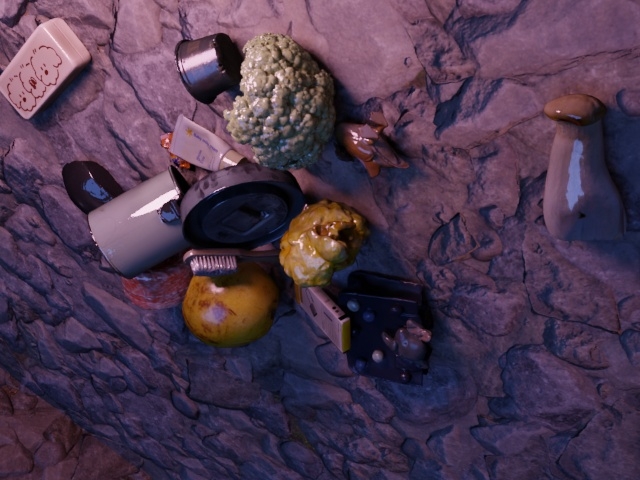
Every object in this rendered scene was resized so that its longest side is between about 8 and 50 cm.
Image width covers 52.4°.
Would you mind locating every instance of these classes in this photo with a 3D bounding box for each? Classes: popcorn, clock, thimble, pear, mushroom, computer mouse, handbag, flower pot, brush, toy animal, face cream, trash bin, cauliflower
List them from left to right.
[{"bbox_3d":[-0.690,-0.124,2.024,0.168,0.087,0.295,-30,107,39],"label":"computer mouse"},{"bbox_3d":[-0.462,-0.049,1.776,0.262,0.277,0.217,-30,96,-1],"label":"trash bin"},{"bbox_3d":[-0.480,0.083,1.959,0.239,0.239,0.162,17,135,20],"label":"thimble"},{"bbox_3d":[-0.303,-0.236,1.722,0.224,0.070,0.114,29,117,14],"label":"face cream"},{"bbox_3d":[-0.250,-0.409,1.509,0.107,0.157,0.157,-17,114,25],"label":"flower pot"},{"bbox_3d":[-0.258,0.179,1.873,0.280,0.281,0.281,16,130,20],"label":"pear"},{"bbox_3d":[-0.196,-0.075,1.636,0.319,0.319,0.066,-51,49,44],"label":"clock"},{"bbox_3d":[-0.201,0.059,1.739,0.070,0.327,0.065,-52,47,51],"label":"brush"},{"bbox_3d":[-0.096,-0.304,1.476,0.272,0.275,0.250,28,-179,-30],"label":"cauliflower"},{"bbox_3d":[0.000,0.000,1.609,0.192,0.233,0.266,54,158,-7],"label":"popcorn"},{"bbox_3d":[0.111,-0.203,1.492,0.188,0.089,0.179,37,151,1],"label":"toy animal"},{"bbox_3d":[0.189,0.254,1.766,0.269,0.118,0.326,8,129,25],"label":"handbag"},{"bbox_3d":[0.517,-0.138,1.282,0.159,0.122,0.329,-16,121,-2],"label":"mushroom"}]

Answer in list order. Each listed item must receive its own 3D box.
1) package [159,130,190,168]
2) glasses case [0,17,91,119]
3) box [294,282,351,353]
[{"bbox_3d":[-0.398,-0.247,1.792,0.077,0.033,0.111,4,121,41],"label":"package"},{"bbox_3d":[-0.779,-0.474,1.820,0.336,0.076,0.144,-26,107,41],"label":"glasses case"},{"bbox_3d":[0.004,0.193,1.813,0.247,0.033,0.129,45,150,40],"label":"box"}]
